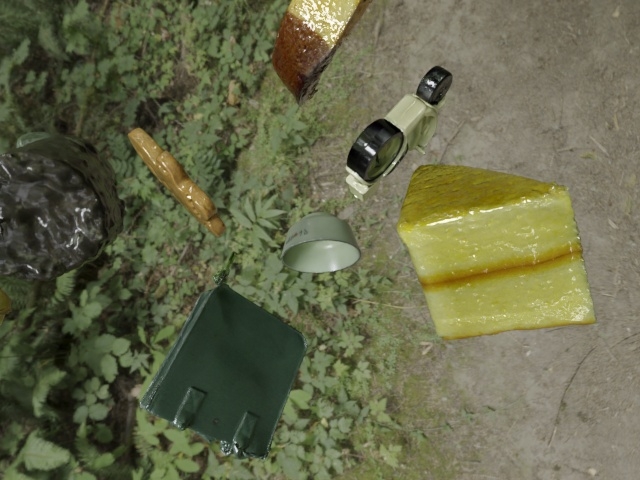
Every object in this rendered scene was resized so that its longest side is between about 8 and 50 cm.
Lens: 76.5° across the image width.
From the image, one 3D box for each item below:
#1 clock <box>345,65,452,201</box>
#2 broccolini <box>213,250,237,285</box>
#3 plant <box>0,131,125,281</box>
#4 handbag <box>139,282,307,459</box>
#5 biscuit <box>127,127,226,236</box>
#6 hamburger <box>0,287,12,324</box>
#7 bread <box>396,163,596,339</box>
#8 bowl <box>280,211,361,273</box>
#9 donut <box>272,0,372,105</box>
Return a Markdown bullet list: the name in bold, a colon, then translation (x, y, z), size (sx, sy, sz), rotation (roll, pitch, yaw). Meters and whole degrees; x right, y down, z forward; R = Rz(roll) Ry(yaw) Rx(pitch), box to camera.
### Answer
- **clock**: translation (0.224, -0.299, 1.173), size (0.379, 0.276, 0.120), rotation (-42, 71, -9)
- **broccolini**: translation (-0.263, 0.073, 1.121), size (0.035, 0.030, 0.140), rotation (48, 129, 18)
- **plant**: translation (-0.326, -0.053, 0.501), size (0.274, 0.149, 0.146), rotation (39, 146, 58)
- **handbag**: translation (-0.164, 0.244, 0.759), size (0.079, 0.247, 0.260), rotation (-20, 40, 48)
- **biscuit**: translation (-0.383, -0.153, 1.061), size (0.355, 0.275, 0.052), rotation (43, 73, 13)
- **hamburger**: translation (-0.892, 0.163, 0.794), size (0.395, 0.395, 0.277), rotation (25, 80, 42)
- **bread**: translation (0.282, -0.034, 0.726), size (0.244, 0.362, 0.233), rotation (-16, 115, 24)
- **bowl**: translation (0.000, 0.000, 1.083), size (0.211, 0.211, 0.112), rotation (-26, 53, 37)
- **donut**: translation (-0.011, -0.355, 0.693), size (0.112, 0.151, 0.295), rotation (36, 129, -6)
